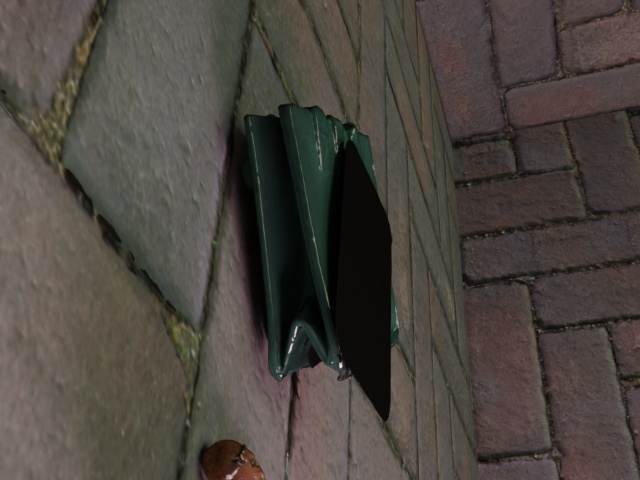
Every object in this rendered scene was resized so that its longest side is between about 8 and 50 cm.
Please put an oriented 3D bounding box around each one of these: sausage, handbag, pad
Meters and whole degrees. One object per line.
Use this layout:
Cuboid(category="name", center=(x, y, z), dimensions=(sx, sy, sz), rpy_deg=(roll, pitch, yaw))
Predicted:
Cuboid(category="sausage", center=(-0.056, 0.217, 0.670), dimensions=(0.036, 0.042, 0.158), rpy_deg=(40, -25, 48))
Cuboid(category="handbag", center=(-0.004, 0.003, 0.881), dimensions=(0.268, 0.100, 0.274), rpy_deg=(-11, 91, -71))
Cuboid(category="pad", center=(0.050, 0.038, 0.858), dimensions=(0.181, 0.004, 0.267), rpy_deg=(61, 27, -47))
